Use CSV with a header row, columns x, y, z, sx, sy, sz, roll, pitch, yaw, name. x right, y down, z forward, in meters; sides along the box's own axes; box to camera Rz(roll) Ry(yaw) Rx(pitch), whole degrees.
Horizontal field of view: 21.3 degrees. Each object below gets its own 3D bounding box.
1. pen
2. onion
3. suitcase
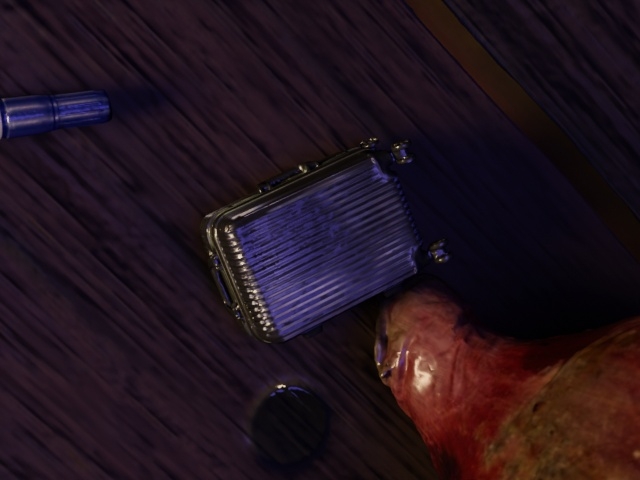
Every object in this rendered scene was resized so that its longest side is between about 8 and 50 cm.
x,y,z,sx,sy,sz,roll,pitch,yaw,name
-0.207,-0.057,0.881,0.204,0.025,0.025,-9,98,-24,pen
0.176,0.151,0.944,0.385,0.348,0.348,39,75,18,onion
0.000,0.000,0.958,0.126,0.059,0.086,-27,103,-20,suitcase
